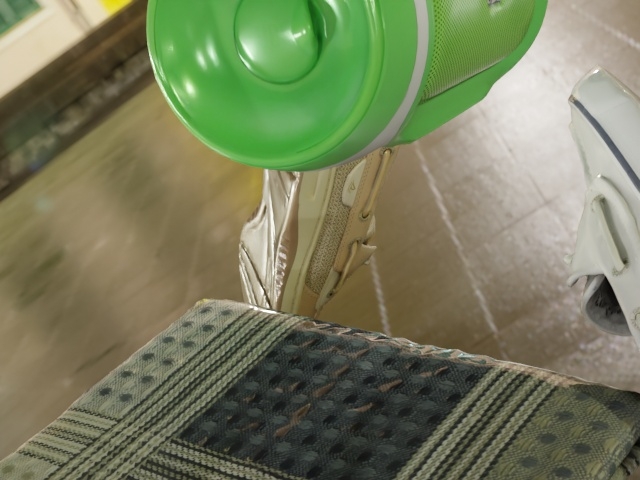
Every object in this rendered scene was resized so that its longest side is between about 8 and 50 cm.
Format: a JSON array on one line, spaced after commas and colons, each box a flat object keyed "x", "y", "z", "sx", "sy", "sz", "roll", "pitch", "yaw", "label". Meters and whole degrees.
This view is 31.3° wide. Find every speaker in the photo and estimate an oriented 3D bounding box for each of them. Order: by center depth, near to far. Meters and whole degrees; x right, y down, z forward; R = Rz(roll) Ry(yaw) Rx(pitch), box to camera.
[{"x": 0.033, "y": -0.120, "z": 0.585, "sx": 0.131, "sy": 0.131, "sz": 0.296, "roll": -26, "pitch": 5, "yaw": 28, "label": "speaker"}]

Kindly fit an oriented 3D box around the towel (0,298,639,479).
[{"x": -0.048, "y": 0.145, "z": 0.520, "sx": 0.312, "sy": 0.056, "sz": 0.324, "roll": 9, "pitch": 35, "yaw": 40, "label": "towel"}]

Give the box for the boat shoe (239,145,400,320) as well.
[{"x": 0.000, "y": 0.000, "z": 1.033, "sx": 0.110, "sy": 0.341, "sz": 0.122, "roll": -6, "pitch": 52, "yaw": -19, "label": "boat shoe"}]

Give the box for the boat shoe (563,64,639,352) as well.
[{"x": 0.166, "y": 0.011, "z": 0.561, "sx": 0.088, "sy": 0.096, "sz": 0.267, "roll": -41, "pitch": 39, "yaw": 20, "label": "boat shoe"}]
